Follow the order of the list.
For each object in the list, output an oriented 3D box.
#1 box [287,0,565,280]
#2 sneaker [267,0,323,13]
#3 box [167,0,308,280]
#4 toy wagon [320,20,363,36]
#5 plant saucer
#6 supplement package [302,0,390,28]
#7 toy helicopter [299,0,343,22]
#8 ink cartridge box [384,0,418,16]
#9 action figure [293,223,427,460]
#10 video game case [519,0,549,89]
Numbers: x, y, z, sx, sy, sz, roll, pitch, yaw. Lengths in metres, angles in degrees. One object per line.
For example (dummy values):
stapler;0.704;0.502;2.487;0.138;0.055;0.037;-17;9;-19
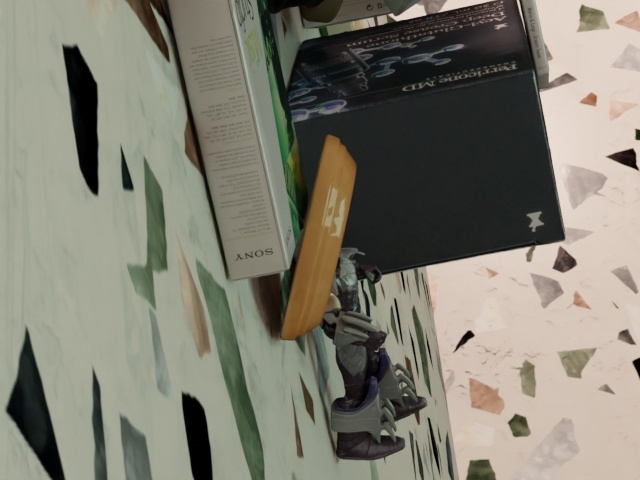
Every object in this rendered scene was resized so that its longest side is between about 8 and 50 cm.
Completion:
box;0.125;-0.131;1.941;0.395;0.293;0.212;-82;160;-69
sneaker;-0.045;-0.348;1.819;0.227;0.130;0.087;52;-4;32
box;-0.073;-0.152;1.375;0.232;0.058;0.322;-78;158;-72
toy wagon;0.019;-0.420;2.416;0.267;0.068;0.344;-91;167;-54
plant saucer;0.000;0.000;1.502;0.200;0.037;0.200;-167;-90;-90
supplement package;0.026;-0.427;2.205;0.139;0.133;0.244;-48;128;-80
toy helicopter;0.001;-0.452;2.016;0.235;0.140;0.355;160;-70;-77
ink cartridge box;0.099;-0.409;1.819;0.233;0.171;0.168;55;-8;1
action figure;0.033;0.091;1.710;0.185;0.099;0.285;-77;153;-59
video game case;0.268;-0.270;2.005;0.157;0.019;0.143;9;70;-82
